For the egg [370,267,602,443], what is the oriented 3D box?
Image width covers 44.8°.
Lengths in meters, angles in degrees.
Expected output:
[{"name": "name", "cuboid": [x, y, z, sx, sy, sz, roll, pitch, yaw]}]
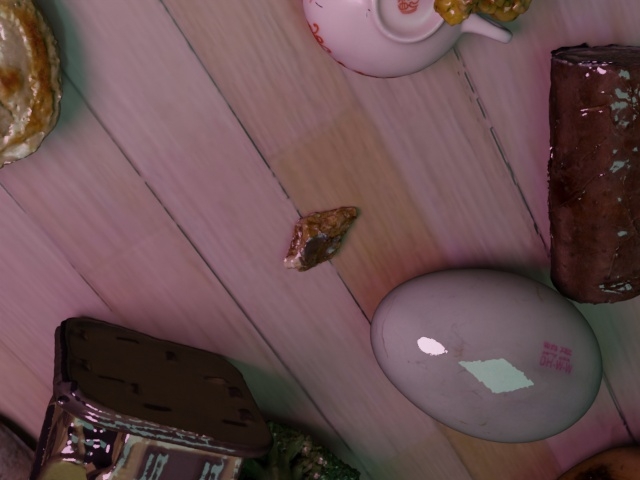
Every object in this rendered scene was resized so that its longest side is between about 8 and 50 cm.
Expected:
[{"name": "egg", "cuboid": [0.178, 0.121, 0.839, 0.264, 0.183, 0.183, 17, 110, -14]}]

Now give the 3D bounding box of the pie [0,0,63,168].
[{"name": "pie", "cuboid": [-0.337, -0.142, 0.624, 0.248, 0.090, 0.201, -14, 108, -8]}]

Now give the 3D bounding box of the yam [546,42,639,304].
[{"name": "yam", "cuboid": [0.303, -0.071, 0.814, 0.131, 0.131, 0.279, -14, 119, -8]}]

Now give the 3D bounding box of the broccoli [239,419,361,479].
[{"name": "broccoli", "cuboid": [-0.052, 0.327, 0.835, 0.270, 0.270, 0.270, 7, 156, -18]}]

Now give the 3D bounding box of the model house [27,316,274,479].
[{"name": "model house", "cuboid": [-0.196, 0.250, 0.753, 0.205, 0.218, 0.278, 19, 97, -21]}]

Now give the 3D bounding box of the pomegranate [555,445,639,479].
[{"name": "pomegranate", "cuboid": [0.419, 0.422, 1.005, 0.322, 0.322, 0.322, -6, 117, -12]}]

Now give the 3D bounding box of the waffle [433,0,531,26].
[{"name": "waffle", "cuboid": [0.154, -0.316, 0.615, 0.291, 0.051, 0.291, -27, 125, -47]}]

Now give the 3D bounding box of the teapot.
[{"name": "teapot", "cuboid": [0.075, -0.221, 0.696, 0.245, 0.116, 0.159, 19, 98, -29]}]

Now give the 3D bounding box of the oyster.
[{"name": "oyster", "cuboid": [-0.002, -0.002, 0.817, 0.051, 0.034, 0.093, 26, 102, -33]}]

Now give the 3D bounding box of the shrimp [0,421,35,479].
[{"name": "shrimp", "cuboid": [-0.383, 0.257, 0.827, 0.164, 0.062, 0.317, -42, 115, 13]}]
